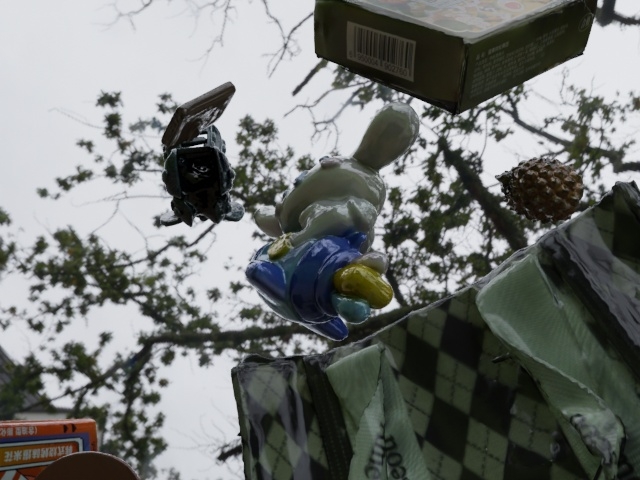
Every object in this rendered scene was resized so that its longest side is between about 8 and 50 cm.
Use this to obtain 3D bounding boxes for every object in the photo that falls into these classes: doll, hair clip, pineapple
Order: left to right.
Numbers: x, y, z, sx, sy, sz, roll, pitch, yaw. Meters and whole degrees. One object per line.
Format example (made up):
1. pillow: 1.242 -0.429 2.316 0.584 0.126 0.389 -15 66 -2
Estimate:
1. hair clip: -0.281 -0.138 1.338 0.195 0.310 0.206 -9 -65 -9
2. doll: -0.008 -0.003 0.908 0.187 0.365 0.376 18 -40 -12
3. pineapple: 0.492 -0.121 1.354 0.193 0.166 0.166 16 -45 -1

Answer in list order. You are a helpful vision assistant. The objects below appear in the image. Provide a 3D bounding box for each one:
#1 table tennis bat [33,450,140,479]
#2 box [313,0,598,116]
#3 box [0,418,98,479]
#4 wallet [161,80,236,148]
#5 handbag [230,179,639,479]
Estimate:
1. table tennis bat: -0.160 0.218 0.378 0.087 0.156 0.013 3 -22 -1
2. box: 0.257 -0.420 1.149 0.373 0.420 0.138 35 -38 37
3. box: -0.492 0.403 0.748 0.257 0.318 0.349 -12 -19 17
4. wallet: -0.227 -0.233 1.107 0.039 0.152 0.118 45 -42 -1
5. handbag: 0.134 0.159 0.469 0.416 0.316 0.180 -29 -38 9
